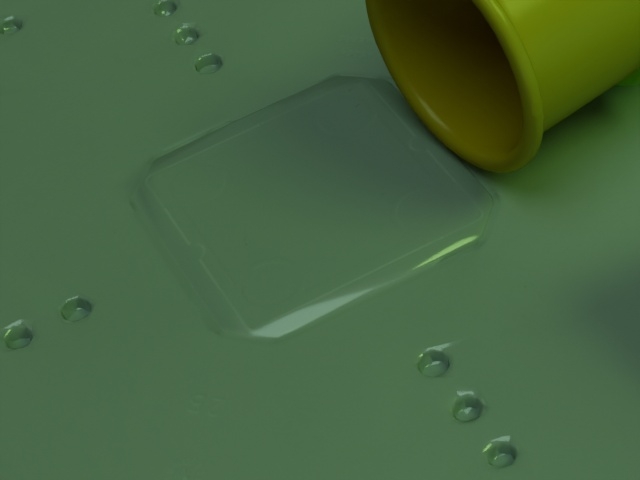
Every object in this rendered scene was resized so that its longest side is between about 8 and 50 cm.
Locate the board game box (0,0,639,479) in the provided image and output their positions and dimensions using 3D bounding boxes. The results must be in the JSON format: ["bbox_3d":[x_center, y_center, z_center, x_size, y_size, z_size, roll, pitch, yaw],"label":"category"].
[{"bbox_3d":[0.000,0.000,0.737,0.390,0.050,0.390,7,49,20],"label":"board game box"}]

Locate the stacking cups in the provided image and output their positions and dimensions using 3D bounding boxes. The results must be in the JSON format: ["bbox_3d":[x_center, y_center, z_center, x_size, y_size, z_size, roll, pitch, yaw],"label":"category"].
[{"bbox_3d":[0.169,-0.142,0.736,0.316,0.096,0.096,-32,50,-19],"label":"stacking cups"}]
